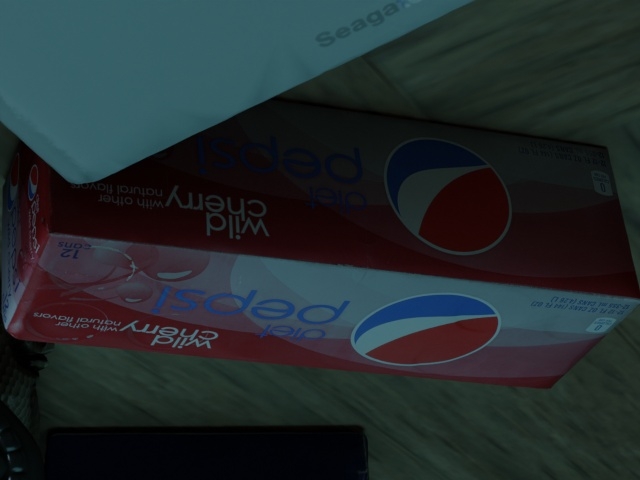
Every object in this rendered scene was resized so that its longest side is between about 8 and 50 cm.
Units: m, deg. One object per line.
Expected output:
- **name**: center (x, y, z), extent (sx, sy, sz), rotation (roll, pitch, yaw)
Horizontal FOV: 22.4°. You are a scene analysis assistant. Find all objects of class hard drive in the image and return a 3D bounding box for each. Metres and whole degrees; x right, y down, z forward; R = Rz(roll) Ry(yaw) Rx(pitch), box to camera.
- **hard drive**: center (-0.069, -0.139, 0.471), extent (0.203, 0.040, 0.307), rotation (-25, 146, 12)

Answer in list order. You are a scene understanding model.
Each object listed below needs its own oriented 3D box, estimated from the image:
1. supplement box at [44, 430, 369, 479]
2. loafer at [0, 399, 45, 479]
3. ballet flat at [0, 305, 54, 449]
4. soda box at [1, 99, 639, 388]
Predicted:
- **supplement box**: center (-0.087, 0.283, 1.040), extent (0.195, 0.194, 0.356), rotation (1, 148, -12)
- **loafer**: center (-0.222, 0.075, 0.750), extent (0.220, 0.080, 0.078), rotation (26, 171, 9)
- **ballet flat**: center (-0.170, 0.104, 0.861), extent (0.058, 0.084, 0.250), rotation (-33, 155, -26)
- **soda box**: center (0.000, 0.000, 0.699), extent (0.263, 0.083, 0.092), rotation (6, 147, -20)
